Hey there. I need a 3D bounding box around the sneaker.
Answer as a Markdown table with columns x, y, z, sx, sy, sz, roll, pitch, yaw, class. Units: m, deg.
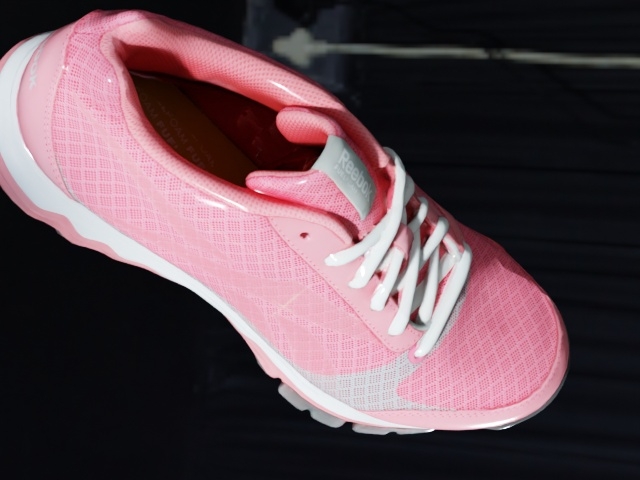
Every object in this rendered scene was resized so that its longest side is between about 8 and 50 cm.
| x | y | z | sx | sy | sz | roll | pitch | yaw | class |
| --- | --- | --- | --- | --- | --- | --- | --- | --- | --- |
| -0.001 | 0.000 | 0.631 | 0.314 | 0.136 | 0.116 | 29 | -111 | -18 | sneaker |
